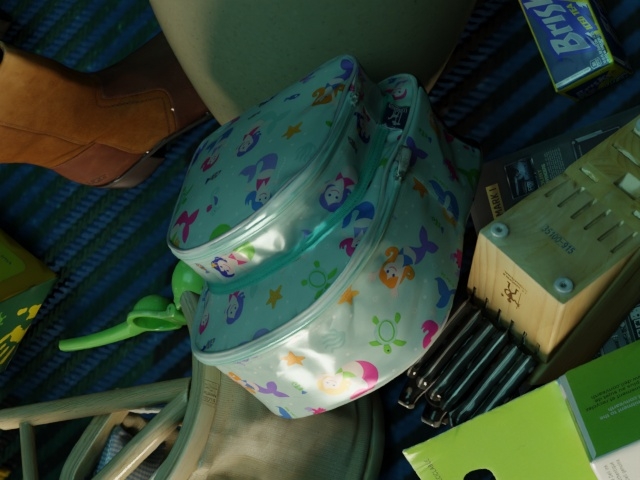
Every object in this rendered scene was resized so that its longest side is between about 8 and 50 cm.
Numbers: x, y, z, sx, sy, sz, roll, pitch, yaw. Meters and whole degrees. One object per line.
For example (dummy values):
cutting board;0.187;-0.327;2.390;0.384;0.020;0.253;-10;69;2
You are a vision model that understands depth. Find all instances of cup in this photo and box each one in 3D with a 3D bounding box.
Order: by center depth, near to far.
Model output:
cup;-0.007;-0.212;1.172;0.331;0.331;0.236;18;122;31

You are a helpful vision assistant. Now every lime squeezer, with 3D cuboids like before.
lime squeezer;-0.162;0.044;1.364;0.310;0.059;0.110;-47;65;20

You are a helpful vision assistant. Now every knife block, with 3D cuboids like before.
knife block;0.189;0.053;1.079;0.276;0.242;0.088;-35;63;-22

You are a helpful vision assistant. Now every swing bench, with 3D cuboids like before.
swing bench;-0.104;0.195;1.181;0.255;0.253;0.165;-31;56;26

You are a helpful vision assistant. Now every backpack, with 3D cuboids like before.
backpack;0.000;0.000;1.028;0.225;0.191;0.253;-27;39;35

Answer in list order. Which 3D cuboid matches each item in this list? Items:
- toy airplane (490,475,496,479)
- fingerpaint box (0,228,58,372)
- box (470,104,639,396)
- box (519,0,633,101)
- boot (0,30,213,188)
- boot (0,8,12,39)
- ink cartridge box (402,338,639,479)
toy airplane;0.209;0.238;1.138;0.151;0.028;0.151;-2;86;31
fingerpaint box;-0.561;0.008;1.350;0.445;0.371;0.163;38;116;10
box;0.234;0.023;1.125;0.183;0.059;0.232;-21;76;28
box;0.208;-0.209;1.166;0.059;0.054;0.168;-27;73;26
boot;-0.218;-0.162;1.284;0.264;0.280;0.096;-40;67;22
boot;-0.513;-0.198;1.549;0.348;0.131;0.260;24;91;41
ink cartridge box;0.220;0.190;1.001;0.255;0.188;0.097;-27;35;9
